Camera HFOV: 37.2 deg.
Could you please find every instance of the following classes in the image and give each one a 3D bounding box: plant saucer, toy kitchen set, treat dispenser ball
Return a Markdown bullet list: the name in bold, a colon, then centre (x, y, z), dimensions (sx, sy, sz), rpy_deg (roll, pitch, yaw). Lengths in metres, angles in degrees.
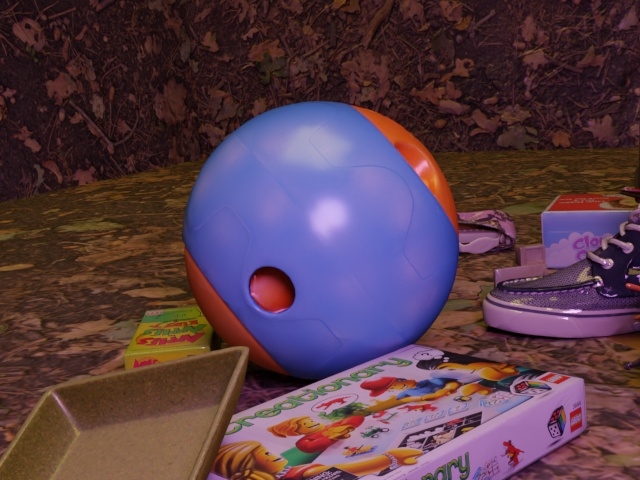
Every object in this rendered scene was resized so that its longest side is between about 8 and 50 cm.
- **plant saucer**: centre (-0.147, 0.163, 0.673), dimensions (0.188, 0.045, 0.188), rpy_deg (-14, 27, 20)
- **toy kitchen set**: centre (0.238, 0.045, 1.195), dimensions (0.068, 0.083, 0.075), rpy_deg (-6, 11, -12)
- **treat dispenser ball**: centre (0.000, 0.000, 0.989), dimensions (0.288, 0.288, 0.288), rpy_deg (-5, 11, 1)

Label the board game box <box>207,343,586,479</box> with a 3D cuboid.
- **board game box**: centre (0.046, 0.159, 0.759), dimensions (0.305, 0.053, 0.193), rpy_deg (-15, 14, -42)

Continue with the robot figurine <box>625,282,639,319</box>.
- **robot figurine**: centre (0.410, 0.065, 0.909), dimensions (0.219, 0.128, 0.158), rpy_deg (1, 18, 25)

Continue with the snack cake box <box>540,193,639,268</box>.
- **snack cake box**: centre (0.470, -0.016, 1.399), dimensions (0.264, 0.089, 0.152), rpy_deg (0, 14, 23)

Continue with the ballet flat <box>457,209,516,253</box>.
- **ballet flat**: centre (0.209, -0.005, 1.535), dimensions (0.221, 0.077, 0.079), rpy_deg (-5, 30, -3)

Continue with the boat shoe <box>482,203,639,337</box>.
- **boat shoe**: centre (0.354, 0.018, 1.084), dimensions (0.340, 0.158, 0.127), rpy_deg (-3, 11, 7)

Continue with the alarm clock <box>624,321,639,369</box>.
- **alarm clock**: centre (0.364, 0.088, 0.808), dimensions (0.192, 0.129, 0.064), rpy_deg (12, 17, 21)

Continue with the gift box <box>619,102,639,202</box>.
- **gift box**: centre (0.506, -0.146, 1.177), dimensions (0.255, 0.258, 0.276), rpy_deg (1, 0, 19)

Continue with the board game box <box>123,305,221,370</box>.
- **board game box**: centre (-0.164, 0.119, 1.090), dimensions (0.092, 0.043, 0.181), rpy_deg (-5, 11, -2)
